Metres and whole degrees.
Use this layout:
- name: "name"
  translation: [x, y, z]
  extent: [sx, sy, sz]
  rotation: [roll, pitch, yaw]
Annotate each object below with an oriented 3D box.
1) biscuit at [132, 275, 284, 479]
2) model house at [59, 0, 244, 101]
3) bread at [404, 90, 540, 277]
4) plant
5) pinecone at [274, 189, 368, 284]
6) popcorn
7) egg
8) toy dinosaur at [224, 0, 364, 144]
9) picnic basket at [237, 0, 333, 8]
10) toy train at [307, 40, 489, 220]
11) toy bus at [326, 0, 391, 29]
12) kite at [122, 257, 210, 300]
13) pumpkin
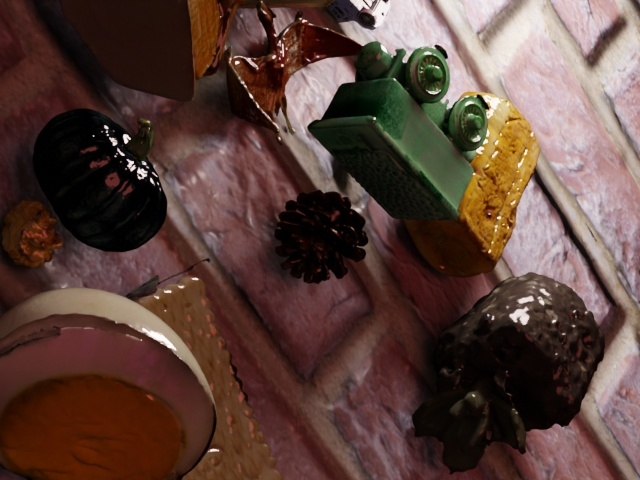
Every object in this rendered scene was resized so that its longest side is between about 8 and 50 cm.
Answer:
- name: "biscuit"
  translation: [-0.176, 0.223, 1.738]
  extent: [0.217, 0.044, 0.324]
  rotation: [-28, 97, -45]
- name: "model house"
  translation: [-0.221, -0.325, 1.787]
  extent: [0.229, 0.199, 0.219]
  rotation: [-61, 163, -63]
- name: "bread"
  translation: [0.241, -0.095, 2.158]
  extent: [0.167, 0.132, 0.294]
  rotation: [42, 52, -28]
- name: "plant"
  translation: [0.278, 0.205, 2.050]
  extent: [0.312, 0.215, 0.213]
  rotation: [-37, 100, -39]
- name: "pinecone"
  translation: [-0.001, 0.000, 1.902]
  extent: [0.140, 0.140, 0.121]
  rotation: [52, 50, -19]
- name: "popcorn"
  translation: [-0.347, -0.009, 1.623]
  extent: [0.057, 0.083, 0.082]
  rotation: [8, 47, -40]
- name: "egg"
  translation: [-0.255, 0.161, 1.564]
  extent: [0.286, 0.264, 0.174]
  rotation: [32, 27, -20]
- name: "toy dinosaur"
  translation: [-0.033, -0.240, 1.936]
  extent: [0.327, 0.113, 0.206]
  rotation: [6, 89, -66]
- name: "picnic basket"
  translation: [-0.049, -0.387, 1.949]
  extent: [0.164, 0.115, 0.079]
  rotation: [-4, 87, -19]
- name: "toy train"
  translation: [0.130, -0.167, 1.982]
  extent: [0.266, 0.145, 0.202]
  rotation: [44, 62, -35]
- name: "toy bus"
  translation: [0.032, -0.396, 2.090]
  extent: [0.167, 0.076, 0.073]
  rotation: [45, 50, -22]
- name: "kite"
  translation: [-0.210, 0.057, 1.710]
  extent: [0.157, 0.139, 0.011]
  rotation: [-26, 101, -4]
- name: "pumpkin"
  translation: [-0.269, -0.074, 1.654]
  extent: [0.150, 0.194, 0.194]
  rotation: [-10, 84, -3]
